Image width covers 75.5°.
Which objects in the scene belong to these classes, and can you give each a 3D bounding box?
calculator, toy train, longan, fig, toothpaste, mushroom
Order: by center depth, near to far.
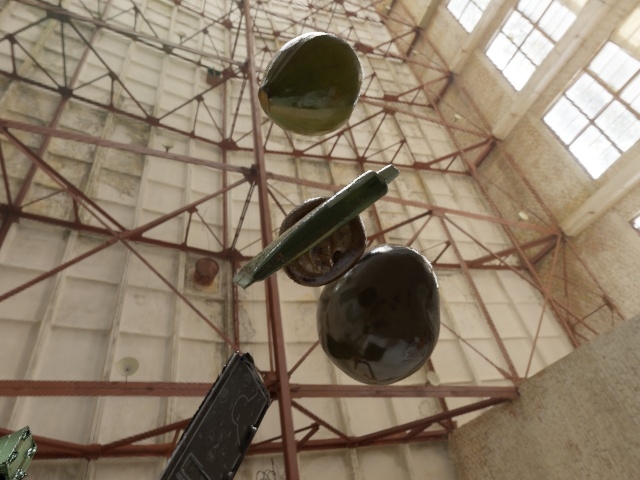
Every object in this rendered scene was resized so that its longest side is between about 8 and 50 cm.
[{"bbox_3d":[0.002,-0.018,0.404,0.204,0.049,0.032,-37,-73,-19],"label":"toothpaste"},{"bbox_3d":[-0.375,0.261,0.487,0.056,0.093,0.038,-16,-79,-19],"label":"toy train"},{"bbox_3d":[0.002,0.003,0.554,0.126,0.085,0.109,-25,-121,1],"label":"mushroom"},{"bbox_3d":[-0.170,0.337,0.701,0.028,0.166,0.274,1,-142,25],"label":"calculator"},{"bbox_3d":[0.107,0.125,0.728,0.248,0.248,0.248,15,-136,-15],"label":"longan"},{"bbox_3d":[-0.031,-0.366,0.987,0.271,0.240,0.239,-29,-113,-40],"label":"fig"}]
